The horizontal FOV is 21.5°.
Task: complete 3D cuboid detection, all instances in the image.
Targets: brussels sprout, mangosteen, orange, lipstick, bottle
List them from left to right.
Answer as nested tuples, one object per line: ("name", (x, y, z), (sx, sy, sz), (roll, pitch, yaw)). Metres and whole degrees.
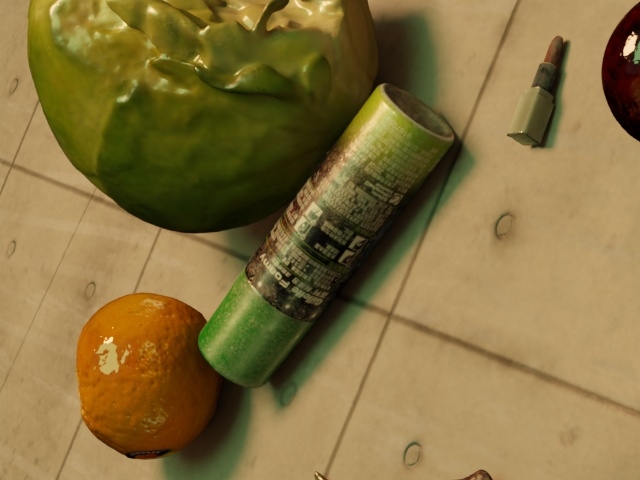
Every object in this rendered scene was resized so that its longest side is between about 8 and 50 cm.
("orange", (-0.181, 0.141, 1.767), (0.155, 0.177, 0.178), (-7, 56, 8))
("brussels sprout", (-0.121, -0.170, 1.767), (0.371, 0.315, 0.276), (0, 36, 19))
("bottle", (0.000, 0.000, 1.662), (0.330, 0.093, 0.093), (-53, 35, 19))
("lipstick", (0.200, -0.138, 1.528), (0.025, 0.025, 0.107), (-2, 63, 54))
("mangosteen", (0.282, -0.139, 1.339), (0.140, 0.140, 0.140), (-32, 46, 41))

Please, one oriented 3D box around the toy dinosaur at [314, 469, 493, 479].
("toy dinosaur", (0.050, 0.285, 1.459), (0.251, 0.072, 0.200), (-31, 34, 58))
